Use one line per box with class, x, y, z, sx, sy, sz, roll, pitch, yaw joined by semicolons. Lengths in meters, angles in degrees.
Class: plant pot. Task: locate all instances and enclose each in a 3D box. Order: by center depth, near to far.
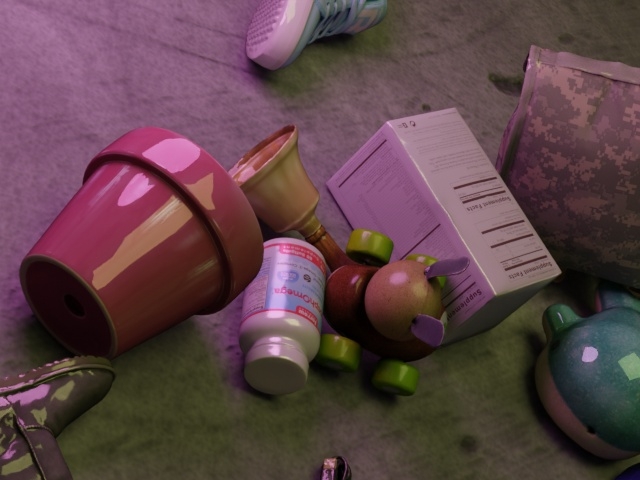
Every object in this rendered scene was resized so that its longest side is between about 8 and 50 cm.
plant pot;-0.188;0.016;1.614;0.201;0.201;0.180;47;55;2

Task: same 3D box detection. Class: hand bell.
hand bell;0.000;0.000;1.861;0.242;0.126;0.126;49;38;-13

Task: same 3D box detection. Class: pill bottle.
pill bottle;-0.041;0.081;1.749;0.087;0.087;0.160;26;44;-22

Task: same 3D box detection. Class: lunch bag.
lunch bag;0.342;-0.108;2.035;0.235;0.287;0.169;16;43;4

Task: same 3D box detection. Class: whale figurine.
whale figurine;0.371;0.139;2.012;0.216;0.141;0.272;41;39;-5

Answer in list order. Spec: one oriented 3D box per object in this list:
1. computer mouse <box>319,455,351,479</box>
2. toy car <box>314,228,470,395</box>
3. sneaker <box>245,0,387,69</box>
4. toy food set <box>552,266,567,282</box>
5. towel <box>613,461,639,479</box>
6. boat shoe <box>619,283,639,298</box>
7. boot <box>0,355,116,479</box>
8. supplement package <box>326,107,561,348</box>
computer mouse;0.079;0.293;1.713;0.193;0.042;0.106;20;41;-19
toy car;0.100;0.071;1.764;0.149;0.188;0.155;24;72;-23
sneaker;0.019;-0.316;2.102;0.150;0.135;0.366;33;42;-10
toy food set;0.293;0.011;2.148;0.083;0.020;0.082;38;40;-8
towel;0.441;0.288;1.828;0.228;0.308;0.076;-28;95;-48
boat shoe;0.535;0.058;2.247;0.324;0.116;0.096;17;52;-25
boot;-0.232;0.217;1.481;0.190;0.076;0.208;-17;62;-32
supplement package;0.144;-0.015;1.950;0.134;0.139;0.244;-15;69;-46
